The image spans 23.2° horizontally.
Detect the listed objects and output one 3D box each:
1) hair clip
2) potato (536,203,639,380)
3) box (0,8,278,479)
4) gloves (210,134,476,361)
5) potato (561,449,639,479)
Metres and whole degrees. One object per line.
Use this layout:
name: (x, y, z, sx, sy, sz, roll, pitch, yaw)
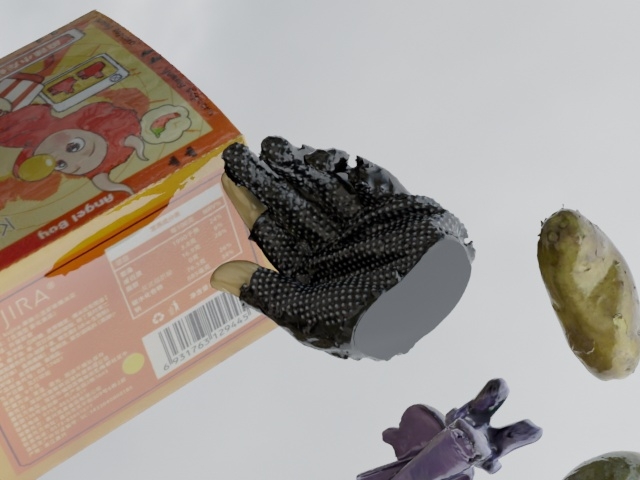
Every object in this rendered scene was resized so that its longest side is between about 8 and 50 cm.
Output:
hair clip: (0.126, 0.216, 1.506, 0.090, 0.137, 0.278, -33, 172, -28)
potato: (0.136, 0.025, 0.777, 0.046, 0.092, 0.045, -28, -174, -41)
box: (-0.217, -0.004, 1.242, 0.283, 0.214, 0.259, -31, -136, -18)
gloves: (0.003, -0.001, 1.048, 0.180, 0.106, 0.129, 40, -73, 39)
potato: (0.302, 0.325, 1.624, 0.235, 0.178, 0.160, -29, 157, -27)
